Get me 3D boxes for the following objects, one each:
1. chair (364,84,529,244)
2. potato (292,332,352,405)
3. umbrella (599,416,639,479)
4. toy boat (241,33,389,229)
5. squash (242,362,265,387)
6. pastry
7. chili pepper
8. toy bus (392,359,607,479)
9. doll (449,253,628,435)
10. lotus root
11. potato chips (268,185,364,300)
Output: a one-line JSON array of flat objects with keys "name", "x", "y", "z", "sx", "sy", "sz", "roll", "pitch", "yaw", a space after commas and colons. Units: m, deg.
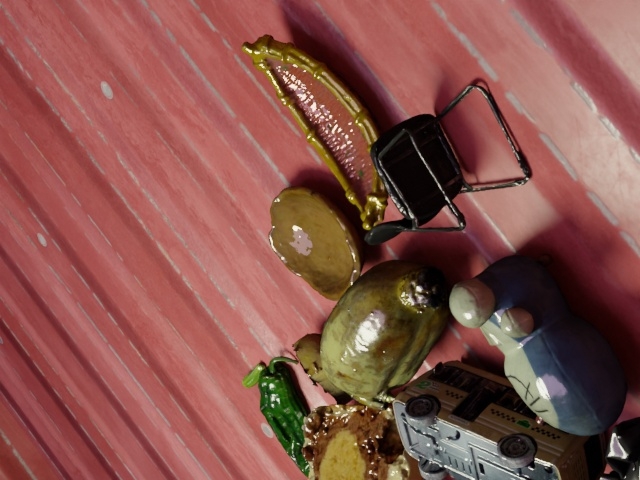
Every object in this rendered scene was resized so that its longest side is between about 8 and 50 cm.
[{"name": "chair", "x": 0.133, "y": -0.088, "z": 1.521, "sx": 0.221, "sy": 0.140, "sz": 0.145, "roll": -18, "pitch": 103, "yaw": 59}, {"name": "potato", "x": 0.023, "y": 0.202, "z": 1.976, "sx": 0.100, "sy": 0.089, "sz": 0.172, "roll": 57, "pitch": -175, "yaw": 36}, {"name": "umbrella", "x": 0.423, "y": 0.304, "z": 1.510, "sx": 0.122, "sy": 0.110, "sz": 0.272, "roll": 39, "pitch": 145, "yaw": 24}, {"name": "toy boat", "x": 0.012, "y": -0.166, "z": 1.641, "sx": 0.318, "sy": 0.099, "sz": 0.141, "roll": 56, "pitch": 143, "yaw": 5}, {"name": "squash", "x": -0.126, "y": 0.260, "z": 2.243, "sx": 0.027, "sy": 0.027, "sz": 0.089, "roll": 52, "pitch": 143, "yaw": 7}, {"name": "pastry", "x": 0.092, "y": 0.391, "z": 1.935, "sx": 0.256, "sy": 0.170, "sz": 0.236, "roll": -9, "pitch": 77, "yaw": 45}, {"name": "chili pepper", "x": -0.060, "y": 0.326, "z": 2.181, "sx": 0.100, "sy": 0.074, "sz": 0.257, "roll": 6, "pitch": 127, "yaw": 46}, {"name": "toy bus", "x": 0.252, "y": 0.277, "z": 1.662, "sx": 0.290, "sy": 0.157, "sz": 0.139, "roll": 17, "pitch": 135, "yaw": 41}, {"name": "doll", "x": 0.284, "y": 0.140, "z": 1.513, "sx": 0.258, "sy": 0.154, "sz": 0.228, "roll": 59, "pitch": 180, "yaw": 7}, {"name": "lotus root", "x": 0.103, "y": 0.122, "z": 1.706, "sx": 0.173, "sy": 0.173, "sz": 0.309, "roll": 45, "pitch": 140, "yaw": 16}, {"name": "potato chips", "x": 0.001, "y": -0.001, "z": 1.825, "sx": 0.208, "sy": 0.062, "sz": 0.195, "roll": -27, "pitch": 90, "yaw": 58}]
